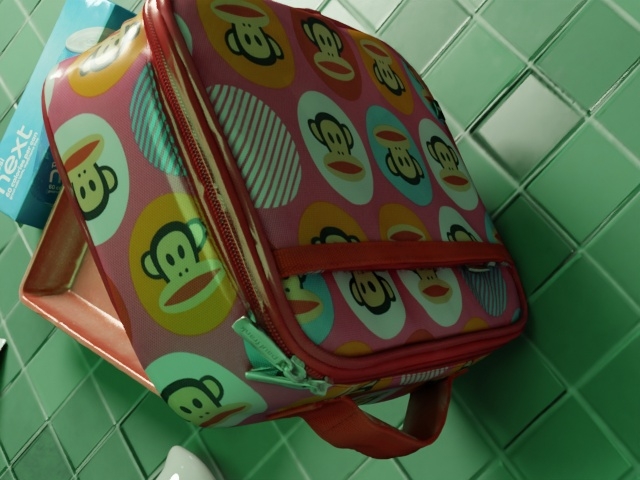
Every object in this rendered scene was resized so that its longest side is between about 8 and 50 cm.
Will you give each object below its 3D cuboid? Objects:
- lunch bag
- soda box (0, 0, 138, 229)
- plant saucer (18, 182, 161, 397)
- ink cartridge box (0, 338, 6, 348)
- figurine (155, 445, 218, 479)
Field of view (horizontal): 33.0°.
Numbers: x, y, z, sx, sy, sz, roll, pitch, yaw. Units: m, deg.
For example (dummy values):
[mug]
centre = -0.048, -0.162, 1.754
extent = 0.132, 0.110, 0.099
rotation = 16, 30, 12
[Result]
[lunch bag]
centre = 0.000, 0.000, 0.614
extent = 0.120, 0.293, 0.258
rotation = -29, 76, 29
[soda box]
centre = -0.224, -0.115, 0.973
extent = 0.071, 0.067, 0.210
rotation = 29, 96, 39
[plant saucer]
centre = -0.114, -0.022, 0.873
extent = 0.258, 0.048, 0.259
rotation = 24, 93, 39
[ink cartridge box]
centre = -0.365, 0.179, 1.024
extent = 0.145, 0.045, 0.179
rotation = -1, 58, 38
[figurine]
centre = -0.089, 0.248, 0.722
extent = 0.209, 0.092, 0.215
rotation = 11, 60, 44
